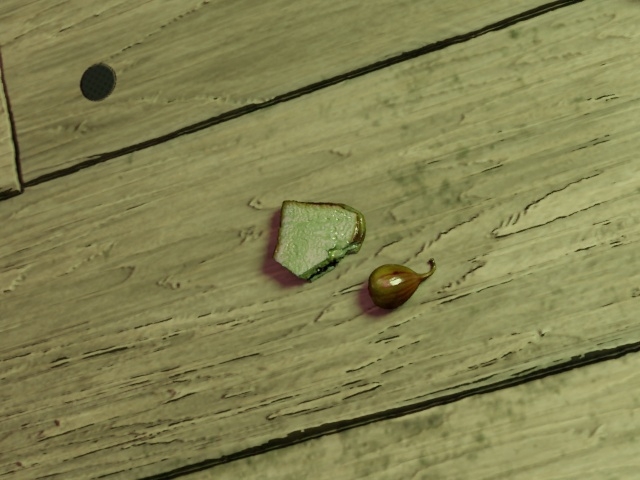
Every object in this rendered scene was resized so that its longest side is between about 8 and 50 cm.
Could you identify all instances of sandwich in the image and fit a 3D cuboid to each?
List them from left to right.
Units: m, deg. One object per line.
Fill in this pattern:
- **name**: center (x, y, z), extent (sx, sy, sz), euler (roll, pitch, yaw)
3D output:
- **sandwich**: center (0.000, 0.000, 1.873), extent (0.105, 0.036, 0.093), euler (1, 77, 19)

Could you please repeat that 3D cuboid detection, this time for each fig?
- **fig**: center (0.093, 0.044, 1.829), extent (0.083, 0.050, 0.050), euler (-24, 70, -7)
